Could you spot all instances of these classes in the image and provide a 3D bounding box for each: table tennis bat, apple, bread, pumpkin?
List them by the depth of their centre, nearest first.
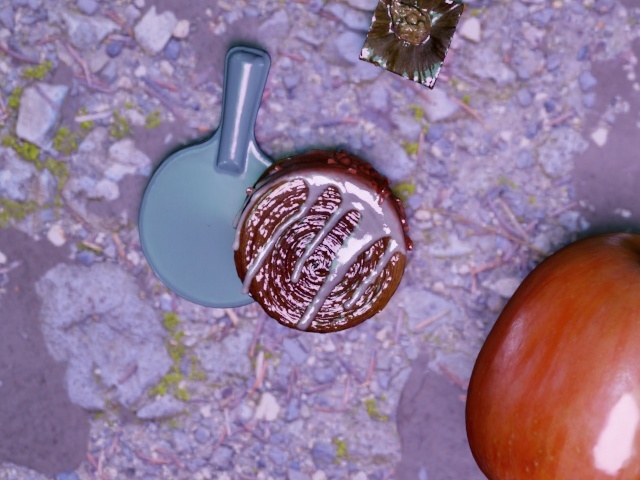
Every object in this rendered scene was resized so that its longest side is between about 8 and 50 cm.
[{"bbox_3d":[0.241,0.115,1.097,0.242,0.242,0.241,19,96,9],"label":"apple"},{"bbox_3d":[0.079,-0.180,1.178,0.074,0.054,0.083,20,98,4],"label":"pumpkin"},{"bbox_3d":[0.000,0.000,1.201,0.160,0.073,0.160,1,105,3],"label":"bread"},{"bbox_3d":[-0.084,-0.055,1.242,0.153,0.040,0.244,12,105,5],"label":"table tennis bat"}]
